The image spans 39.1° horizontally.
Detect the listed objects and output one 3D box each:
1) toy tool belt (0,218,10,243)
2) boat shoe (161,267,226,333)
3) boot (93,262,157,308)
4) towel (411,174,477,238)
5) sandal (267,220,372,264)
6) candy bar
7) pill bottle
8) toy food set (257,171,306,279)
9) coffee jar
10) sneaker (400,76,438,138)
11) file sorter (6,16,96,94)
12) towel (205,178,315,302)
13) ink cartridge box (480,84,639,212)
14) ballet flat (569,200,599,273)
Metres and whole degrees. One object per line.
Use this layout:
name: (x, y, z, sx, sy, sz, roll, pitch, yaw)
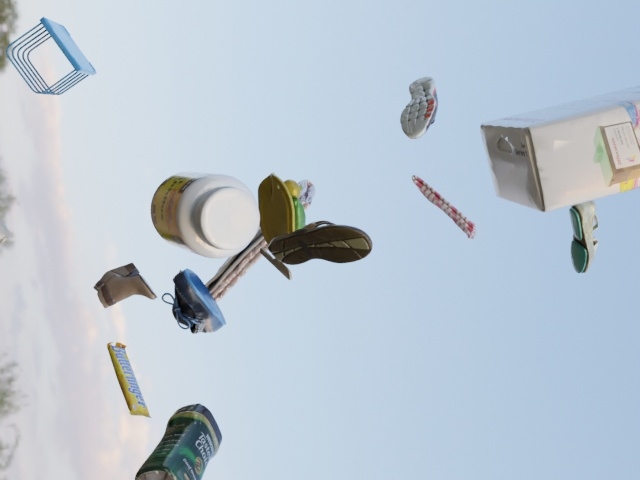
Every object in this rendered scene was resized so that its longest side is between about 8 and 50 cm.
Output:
toy tool belt: (-0.506, -0.011, 1.339, 0.052, 0.083, 0.051, 5, -56, 46)
boat shoe: (-0.257, 0.144, 1.828, 0.109, 0.089, 0.258, 61, -4, 30)
boot: (-0.348, 0.090, 1.594, 0.118, 0.087, 0.042, 43, -15, 44)
towel: (0.293, -0.079, 2.144, 0.197, 0.029, 0.144, 42, 3, 12)
sandal: (0.000, 0.000, 1.702, 0.219, 0.060, 0.090, -10, -51, 37)
candy bar: (-0.323, 0.232, 1.509, 0.018, 0.040, 0.161, -50, -132, 24)
pill bottle: (-0.161, -0.038, 1.278, 0.215, 0.117, 0.117, -168, -106, -65)
toy food set: (-0.069, -0.044, 1.889, 0.128, 0.071, 0.218, 34, -47, 43)
coffee jar: (-0.219, 0.342, 1.425, 0.184, 0.079, 0.096, -65, 137, -62)
sneaker: (0.180, -0.215, 1.543, 0.065, 0.061, 0.158, 62, 32, -36)
file sorter: (-0.533, -0.355, 1.786, 0.118, 0.104, 0.170, 55, 1, -9)
towel: (-0.142, -0.005, 2.155, 0.053, 0.332, 0.317, 44, 8, -5)
ink cartridge box: (0.384, -0.133, 1.225, 0.201, 0.278, 0.117, -130, -153, -79)
ballet flat: (0.517, -0.006, 1.749, 0.057, 0.052, 0.168, -124, -164, -50)
